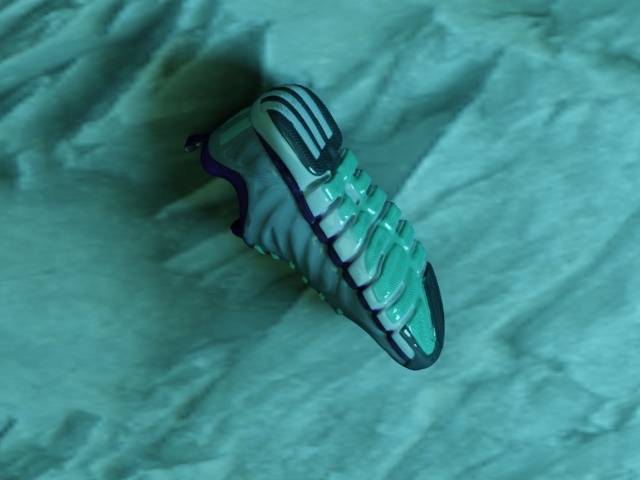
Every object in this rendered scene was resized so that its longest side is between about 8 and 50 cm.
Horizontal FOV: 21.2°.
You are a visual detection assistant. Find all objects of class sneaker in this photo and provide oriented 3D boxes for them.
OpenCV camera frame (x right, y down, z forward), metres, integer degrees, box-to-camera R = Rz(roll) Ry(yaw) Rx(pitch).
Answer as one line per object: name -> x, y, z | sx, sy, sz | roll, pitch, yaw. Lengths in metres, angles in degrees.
sneaker -> 0.000, 0.000, 1.177 | 0.098, 0.083, 0.223 | -22, 108, 32
